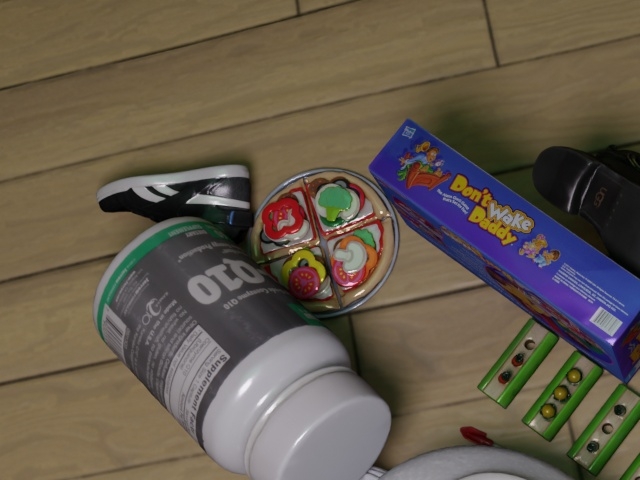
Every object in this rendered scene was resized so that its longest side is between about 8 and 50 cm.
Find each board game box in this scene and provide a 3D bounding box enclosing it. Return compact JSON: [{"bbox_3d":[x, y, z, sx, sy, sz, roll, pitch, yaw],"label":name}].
[{"bbox_3d":[0.233,0.016,1.767,0.347,0.233,0.078,37,86,21],"label":"board game box"}]

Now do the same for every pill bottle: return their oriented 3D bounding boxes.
[{"bbox_3d":[-0.094,0.146,1.794,0.204,0.204,0.361,-47,56,-2],"label":"pill bottle"}]

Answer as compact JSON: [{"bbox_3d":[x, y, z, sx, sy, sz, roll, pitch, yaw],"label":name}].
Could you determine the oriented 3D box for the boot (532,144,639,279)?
[{"bbox_3d":[0.388,-0.039,1.749,0.263,0.229,0.091,45,118,30],"label":"boot"}]

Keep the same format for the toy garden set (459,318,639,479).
[{"bbox_3d":[0.282,0.239,1.786,0.244,0.049,0.204,37,85,21],"label":"toy garden set"}]

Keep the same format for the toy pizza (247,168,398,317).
[{"bbox_3d":[0.000,0.000,1.940,0.201,0.032,0.201,-4,73,14],"label":"toy pizza"}]

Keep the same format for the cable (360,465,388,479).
[{"bbox_3d":[0.028,0.391,1.787,0.257,0.089,0.257,18,80,20],"label":"cable"}]

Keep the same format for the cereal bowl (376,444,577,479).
[{"bbox_3d":[0.179,0.351,1.599,0.339,0.141,0.339,2,48,-3],"label":"cereal bowl"}]

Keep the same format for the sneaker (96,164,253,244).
[{"bbox_3d":[-0.193,-0.026,1.974,0.217,0.079,0.121,-9,82,19],"label":"sneaker"}]
